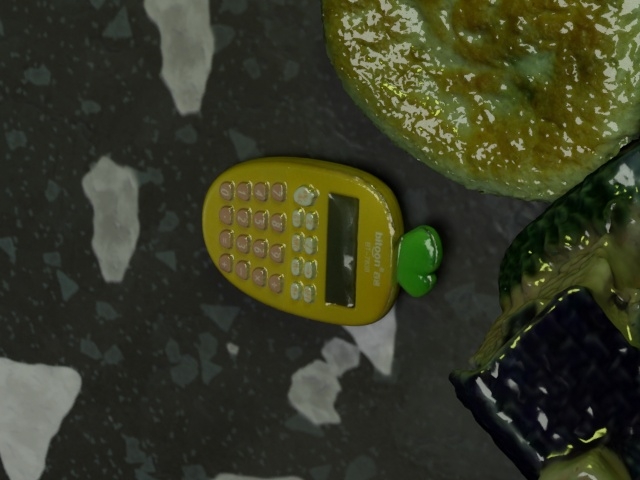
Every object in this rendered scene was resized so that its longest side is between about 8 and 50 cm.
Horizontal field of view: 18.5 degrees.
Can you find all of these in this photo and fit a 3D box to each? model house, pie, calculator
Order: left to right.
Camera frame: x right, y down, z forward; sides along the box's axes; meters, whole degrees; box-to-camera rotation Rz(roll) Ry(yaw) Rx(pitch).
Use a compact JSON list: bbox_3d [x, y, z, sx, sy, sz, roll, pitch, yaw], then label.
[{"bbox_3d":[0.000,0.000,1.710,0.235,0.032,0.146,12,113,24],"label":"calculator"},{"bbox_3d":[0.139,-0.181,1.556,0.323,0.070,0.323,10,113,25],"label":"pie"},{"bbox_3d":[0.256,0.084,1.415,0.243,0.284,0.298,48,128,-7],"label":"model house"}]
